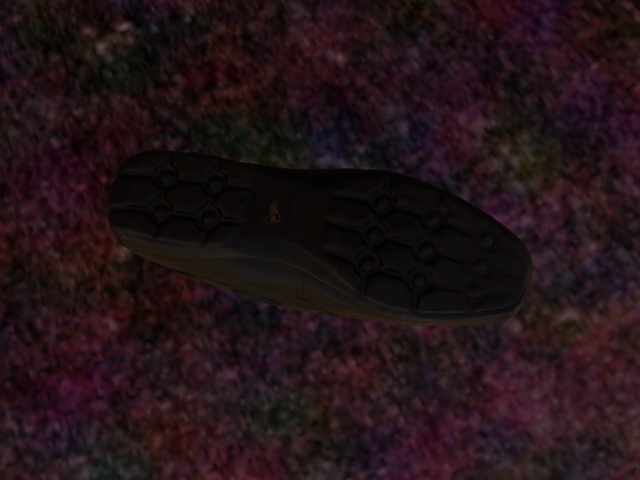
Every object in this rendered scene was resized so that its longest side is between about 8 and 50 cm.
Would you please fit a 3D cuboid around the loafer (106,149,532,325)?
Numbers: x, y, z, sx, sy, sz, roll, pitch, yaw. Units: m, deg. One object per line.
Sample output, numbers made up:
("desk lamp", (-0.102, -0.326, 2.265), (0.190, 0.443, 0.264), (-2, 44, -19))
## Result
("loafer", (0.000, 0.000, 0.807), (0.223, 0.076, 0.078), (12, 167, 9))
